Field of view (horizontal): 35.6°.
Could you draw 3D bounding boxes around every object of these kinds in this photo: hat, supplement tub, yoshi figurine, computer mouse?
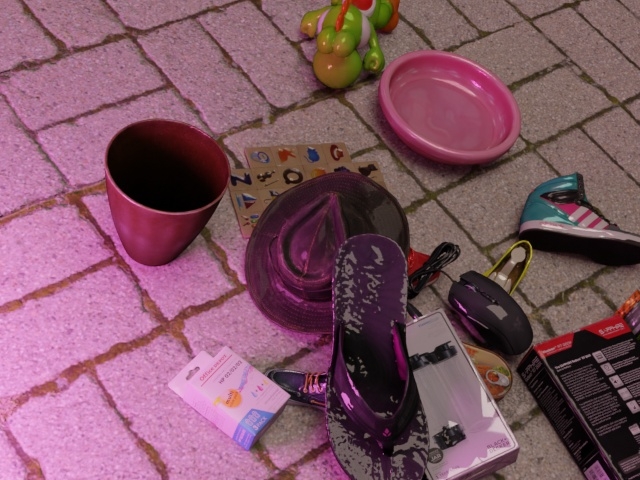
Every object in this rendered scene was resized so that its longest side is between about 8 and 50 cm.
[{"bbox_3d":[0.000,0.000,1.812,0.332,0.134,0.331,-4,66,10],"label":"hat"},{"bbox_3d":[0.673,0.193,1.980,0.190,0.117,0.117,43,53,15],"label":"supplement tub"},{"bbox_3d":[0.063,-0.469,2.294,0.203,0.204,0.362,61,31,-20],"label":"yoshi figurine"},{"bbox_3d":[0.276,0.128,1.882,0.184,0.060,0.262,-36,76,-25],"label":"computer mouse"}]

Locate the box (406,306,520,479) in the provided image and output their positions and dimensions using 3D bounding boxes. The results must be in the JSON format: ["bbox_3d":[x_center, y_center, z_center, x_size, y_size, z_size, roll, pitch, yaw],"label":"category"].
[{"bbox_3d":[0.204,0.281,1.741,0.169,0.087,0.289,-25,62,-7],"label":"box"}]

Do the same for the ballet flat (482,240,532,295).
[{"bbox_3d":[0.361,0.077,1.993,0.077,0.077,0.231,36,51,9],"label":"ballet flat"}]

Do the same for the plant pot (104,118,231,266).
[{"bbox_3d":[-0.289,-0.062,1.786,0.216,0.230,0.215,10,51,-12],"label":"plant pot"}]

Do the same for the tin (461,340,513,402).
[{"bbox_3d":[0.264,0.240,1.861,0.190,0.040,0.106,20,54,-2],"label":"tin"}]

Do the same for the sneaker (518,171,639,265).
[{"bbox_3d":[0.569,-0.054,2.142,0.296,0.123,0.178,12,60,-8],"label":"sneaker"}]

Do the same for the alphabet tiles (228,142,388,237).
[{"bbox_3d":[-0.015,-0.087,2.040,0.343,0.011,0.285,-5,55,-22],"label":"alphabet tiles"}]

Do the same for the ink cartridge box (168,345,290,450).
[{"bbox_3d":[-0.156,0.255,1.692,0.181,0.061,0.104,36,51,11],"label":"ink cartridge box"}]

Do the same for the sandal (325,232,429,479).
[{"bbox_3d":[0.083,0.203,1.643,0.168,0.107,0.445,-6,78,0],"label":"sandal"}]

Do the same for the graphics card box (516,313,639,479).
[{"bbox_3d":[0.560,0.334,1.848,0.233,0.094,0.370,-15,58,-28],"label":"graphics card box"}]

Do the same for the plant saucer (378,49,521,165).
[{"bbox_3d":[0.284,-0.288,2.249,0.332,0.084,0.332,9,52,-12],"label":"plant saucer"}]

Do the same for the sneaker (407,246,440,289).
[{"bbox_3d":[0.144,0.027,1.926,0.221,0.128,0.087,2,53,-17],"label":"sneaker"}]

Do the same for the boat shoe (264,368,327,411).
[{"bbox_3d":[-0.006,0.250,1.732,0.184,0.083,0.065,18,50,-4],"label":"boat shoe"}]
